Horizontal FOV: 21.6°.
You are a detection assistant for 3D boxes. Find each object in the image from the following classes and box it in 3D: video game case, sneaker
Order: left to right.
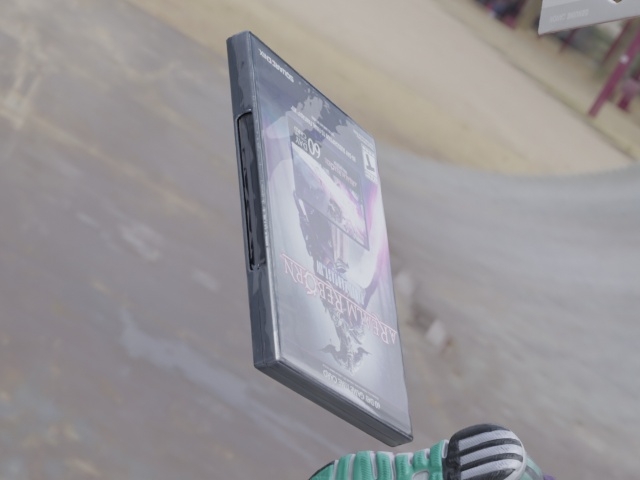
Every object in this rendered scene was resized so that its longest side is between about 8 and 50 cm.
[{"bbox_3d":[0.000,0.000,1.259,0.196,0.026,0.274,36,39,-51],"label":"video game case"},{"bbox_3d":[0.090,0.226,1.438,0.098,0.223,0.083,40,44,-43],"label":"sneaker"}]

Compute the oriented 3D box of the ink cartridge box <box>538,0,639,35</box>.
[{"bbox_3d":[0.320,-0.330,1.583,0.066,0.261,0.296,7,-1,-23],"label":"ink cartridge box"}]
